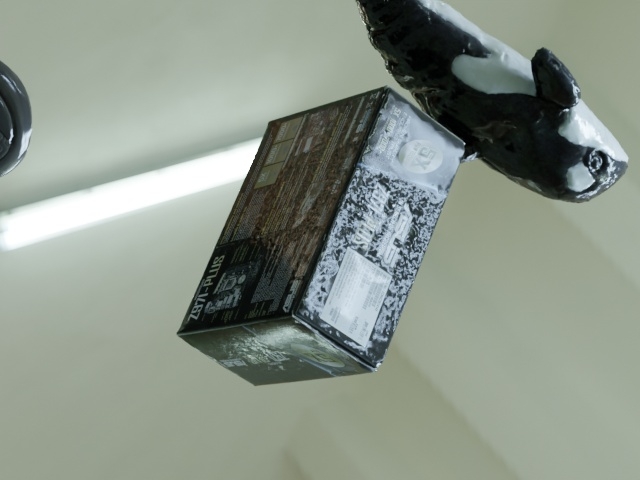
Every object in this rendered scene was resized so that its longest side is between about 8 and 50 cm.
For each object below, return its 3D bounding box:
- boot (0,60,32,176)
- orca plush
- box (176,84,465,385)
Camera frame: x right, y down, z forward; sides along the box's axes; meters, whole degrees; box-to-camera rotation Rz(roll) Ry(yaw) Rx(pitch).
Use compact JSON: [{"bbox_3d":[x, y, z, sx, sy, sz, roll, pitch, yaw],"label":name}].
[{"bbox_3d":[-0.438,-0.115,1.551,0.284,0.377,0.138,-177,-90,-73],"label":"boot"},{"bbox_3d":[0.101,-0.104,1.410,0.287,0.102,0.151,43,-18,-33],"label":"orca plush"},{"bbox_3d":[0.000,0.000,1.302,0.147,0.077,0.180,-13,-131,53],"label":"box"}]
